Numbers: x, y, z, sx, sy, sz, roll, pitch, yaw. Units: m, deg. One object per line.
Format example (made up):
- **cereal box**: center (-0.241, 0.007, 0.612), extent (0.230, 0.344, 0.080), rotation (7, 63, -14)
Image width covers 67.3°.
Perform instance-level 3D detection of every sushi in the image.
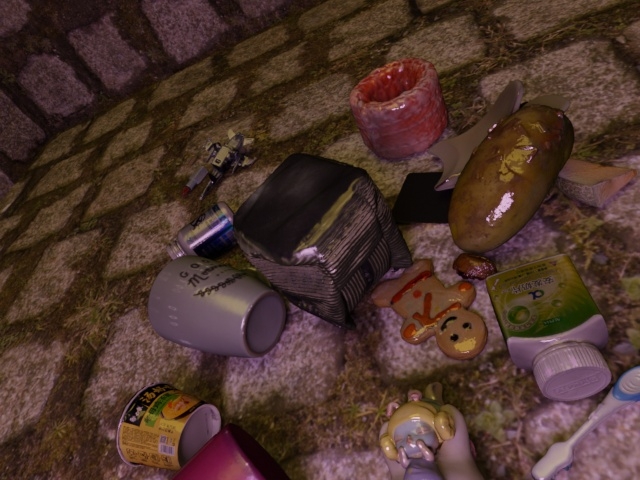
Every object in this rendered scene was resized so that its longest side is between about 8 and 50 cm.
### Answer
- **sushi**: center (0.267, 0.050, 0.846), extent (0.050, 0.047, 0.099), rotation (2, 14, -26)

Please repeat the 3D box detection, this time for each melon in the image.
- **melon**: center (0.468, -0.127, 0.893), extent (0.098, 0.054, 0.182), rotation (-36, 33, -10)

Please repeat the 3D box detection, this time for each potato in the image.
- **potato**: center (0.330, -0.112, 0.862), extent (0.298, 0.141, 0.176), rotation (-55, 8, -2)

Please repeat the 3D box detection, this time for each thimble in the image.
- **thimble**: center (0.200, -0.330, 1.210), extent (0.239, 0.162, 0.239), rotation (-17, 42, 16)

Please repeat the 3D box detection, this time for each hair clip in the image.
- **hair clip**: center (0.367, -0.217, 1.008), extent (0.282, 0.113, 0.172), rotation (-47, 22, 34)

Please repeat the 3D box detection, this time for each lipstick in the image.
- **lipstick**: center (-0.424, -0.194, 1.600), extent (0.030, 0.030, 0.129), rotation (2, 50, 36)

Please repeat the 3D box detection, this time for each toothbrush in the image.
- **toothbrush**: center (0.412, 0.176, 0.617), extent (0.386, 0.040, 0.040), rotation (-40, 39, -8)

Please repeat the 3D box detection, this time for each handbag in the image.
- **handbag**: center (0.000, 0.000, 0.914), extent (0.247, 0.240, 0.341), rotation (-46, 32, -11)

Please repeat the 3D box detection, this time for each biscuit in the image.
- **biscuit**: center (0.196, 0.117, 0.839), extent (0.153, 0.030, 0.234), rotation (-37, 38, -2)

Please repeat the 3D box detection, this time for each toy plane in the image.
- **toy plane**: center (-0.318, -0.244, 1.537), extent (0.192, 0.088, 0.262), rotation (24, 65, 16)

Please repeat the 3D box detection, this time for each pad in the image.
- **pad**: center (0.284, -0.092, 1.018), extent (0.265, 0.009, 0.159), rotation (3, 50, 35)

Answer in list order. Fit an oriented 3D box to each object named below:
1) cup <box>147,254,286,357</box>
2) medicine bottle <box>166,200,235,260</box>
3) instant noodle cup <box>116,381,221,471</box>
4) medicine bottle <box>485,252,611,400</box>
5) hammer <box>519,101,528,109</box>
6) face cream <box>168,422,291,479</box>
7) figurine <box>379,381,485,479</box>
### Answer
- **cup**: center (-0.179, 0.126, 1.000), extent (0.234, 0.186, 0.258), rotation (10, 27, 31)
- **medicine bottle**: center (-0.301, -0.010, 1.256), extent (0.192, 0.107, 0.107), rotation (-37, 38, -4)
- **instant noodle cup**: center (-0.258, 0.334, 0.843), extent (0.122, 0.151, 0.151), rotation (7, 52, 27)
- **medicine bottle**: center (0.330, 0.124, 0.690), extent (0.132, 0.088, 0.188), rotation (-20, 40, 16)
- **hammer**: center (0.437, -0.245, 1.065), extent (0.065, 0.021, 0.178), rotation (1, 52, 36)
- **face cream**: center (-0.142, 0.387, 0.669), extent (0.195, 0.175, 0.175), rotation (-44, 39, -11)
- **figurine**: center (0.136, 0.264, 0.632), extent (0.127, 0.155, 0.235), rotation (-34, 31, 21)
